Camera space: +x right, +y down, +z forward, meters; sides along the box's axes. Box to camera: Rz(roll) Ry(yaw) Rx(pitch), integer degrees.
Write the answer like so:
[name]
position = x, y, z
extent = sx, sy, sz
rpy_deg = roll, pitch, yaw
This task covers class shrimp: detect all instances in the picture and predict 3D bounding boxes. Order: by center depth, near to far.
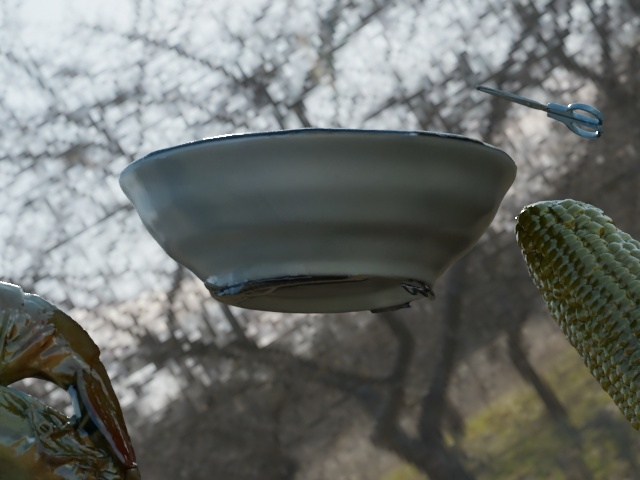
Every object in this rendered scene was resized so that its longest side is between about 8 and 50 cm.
[shrimp]
position = -0.203, 0.126, 1.186
extent = 0.145, 0.267, 0.061
rpy_deg = -49, -15, -26

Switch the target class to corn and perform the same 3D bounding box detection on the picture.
[corn]
position = 0.230, 0.064, 1.207
extent = 0.097, 0.261, 0.097
rpy_deg = -20, -40, -18

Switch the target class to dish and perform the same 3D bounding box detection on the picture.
[dish]
position = 0.000, 0.000, 1.265
extent = 0.316, 0.106, 0.316
rpy_deg = -1, -11, 0

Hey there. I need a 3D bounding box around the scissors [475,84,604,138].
[scissors]
position = 0.134, -0.082, 1.008
extent = 0.036, 0.083, 0.006
rpy_deg = 72, -140, -64
